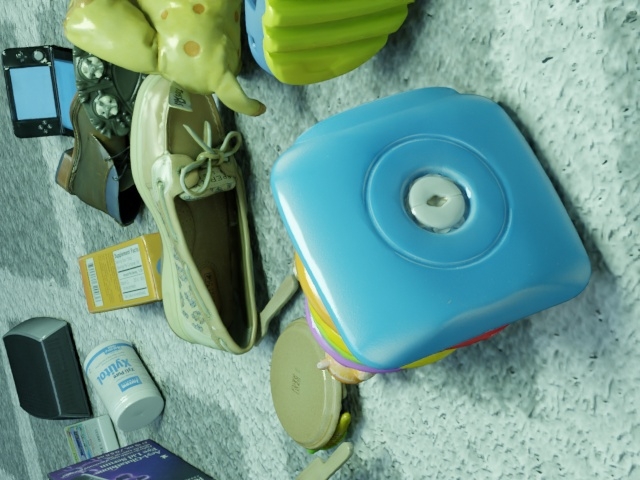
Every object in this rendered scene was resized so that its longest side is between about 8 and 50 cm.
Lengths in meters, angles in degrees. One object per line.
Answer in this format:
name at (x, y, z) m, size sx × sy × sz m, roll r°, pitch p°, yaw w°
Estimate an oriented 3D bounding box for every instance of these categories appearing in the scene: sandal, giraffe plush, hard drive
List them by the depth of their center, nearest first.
sandal at (0.007, -0.261, 0.708) m, size 0.138 × 0.126 × 0.317 m, roll 45°, pitch 130°, yaw 45°
giraffe plush at (-0.104, -0.220, 0.876) m, size 0.210 × 0.181 × 0.170 m, roll 49°, pitch 121°, yaw 52°
hard drive at (-0.455, 0.213, 1.711) m, size 0.255 × 0.054 × 0.172 m, roll -7°, pitch 97°, yaw 59°

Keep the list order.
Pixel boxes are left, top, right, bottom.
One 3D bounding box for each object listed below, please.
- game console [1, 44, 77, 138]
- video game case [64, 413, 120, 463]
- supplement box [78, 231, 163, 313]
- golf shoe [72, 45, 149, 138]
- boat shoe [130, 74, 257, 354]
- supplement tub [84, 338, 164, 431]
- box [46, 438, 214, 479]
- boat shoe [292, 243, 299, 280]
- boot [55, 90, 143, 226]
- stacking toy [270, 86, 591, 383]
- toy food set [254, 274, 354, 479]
game console at (-0.361, -0.190, 1.369) m, size 0.071 × 0.107 × 0.122 m, roll -108°, pitch 14°, yaw -71°
video game case at (-0.332, 0.379, 1.620) m, size 0.193 × 0.023 × 0.212 m, roll -26°, pitch 82°, yaw 58°
supplement box at (-0.205, 0.037, 1.210) m, size 0.233 × 0.078 × 0.080 m, roll -10°, pitch 92°, yaw 58°
golf shoe at (-0.214, -0.247, 1.099) m, size 0.120 × 0.105 × 0.272 m, roll -147°, pitch 54°, yaw -68°
boat shoe at (-0.109, -0.028, 1.014) m, size 0.089 × 0.105 × 0.285 m, roll 15°, pitch 122°, yaw 47°
supplement tub at (-0.258, 0.188, 1.369) m, size 0.107 × 0.071 × 0.071 m, roll 50°, pitch 141°, yaw 34°
box at (-0.234, 0.347, 1.323) m, size 0.207 × 0.153 × 0.108 m, roll 8°, pitch 110°, yaw 56°
boat shoe at (0.000, 0.000, 0.893) m, size 0.050 × 0.045 × 0.135 m, roll 64°, pitch 147°, yaw 18°
boot at (-0.235, -0.115, 1.219) m, size 0.106 × 0.082 × 0.219 m, roll 39°, pitch 135°, yaw 12°
stacking toy at (0.049, 0.039, 0.764) m, size 0.165 × 0.175 × 0.302 m, roll 64°, pitch 161°, yaw 20°
toy food set at (-0.009, 0.135, 0.986) m, size 0.132 × 0.039 × 0.192 m, roll -52°, pitch 49°, yaw 47°
